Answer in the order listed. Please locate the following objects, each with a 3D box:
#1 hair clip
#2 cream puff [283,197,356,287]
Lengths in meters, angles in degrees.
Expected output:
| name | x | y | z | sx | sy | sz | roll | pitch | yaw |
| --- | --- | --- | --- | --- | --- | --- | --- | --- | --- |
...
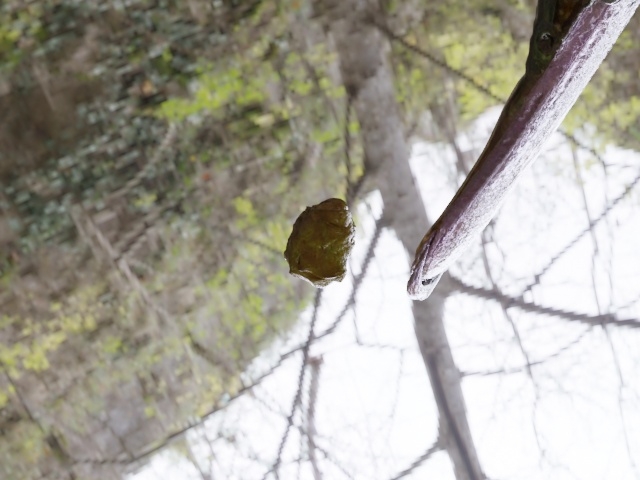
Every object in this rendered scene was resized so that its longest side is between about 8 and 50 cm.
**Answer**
| name | x | y | z | sx | sy | sz | roll | pitch | yaw |
| --- | --- | --- | --- | --- | --- | --- | --- | --- | --- |
| hair clip | 0.142 | -0.096 | 0.918 | 0.095 | 0.359 | 0.110 | 11 | -140 | -12 |
| cream puff | 0.000 | 0.000 | 1.306 | 0.083 | 0.058 | 0.083 | -58 | -157 | 23 |
